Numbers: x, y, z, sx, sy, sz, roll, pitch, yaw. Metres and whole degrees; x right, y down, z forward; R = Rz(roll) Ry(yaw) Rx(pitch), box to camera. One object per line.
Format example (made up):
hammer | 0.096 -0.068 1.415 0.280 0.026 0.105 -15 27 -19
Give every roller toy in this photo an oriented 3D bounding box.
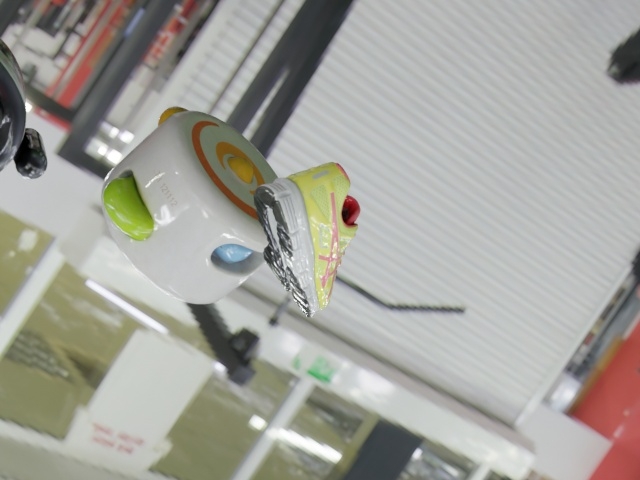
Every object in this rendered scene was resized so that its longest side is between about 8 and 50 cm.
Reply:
roller toy | -0.130 -0.042 1.355 0.191 0.146 0.209 44 -157 -16

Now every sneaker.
sneaker | 0.000 0.000 1.162 0.081 0.094 0.208 51 163 24

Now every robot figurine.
robot figurine | -0.418 -0.154 1.370 0.278 0.174 0.209 -127 21 -66
